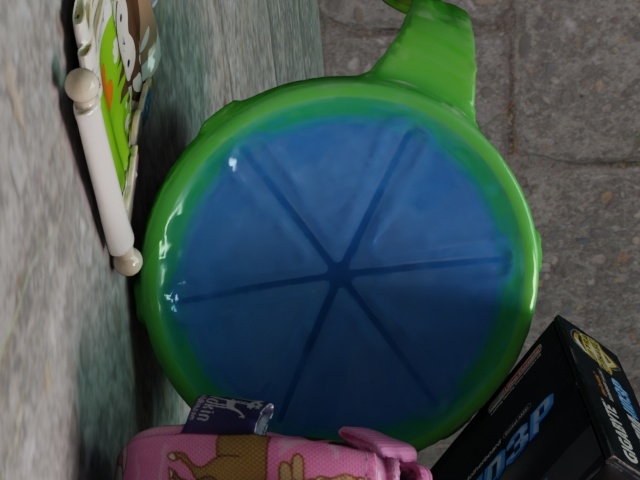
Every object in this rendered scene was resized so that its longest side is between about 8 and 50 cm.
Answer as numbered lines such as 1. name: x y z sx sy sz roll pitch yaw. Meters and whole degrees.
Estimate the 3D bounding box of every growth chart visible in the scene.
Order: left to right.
1. growth chart: -0.106 -0.116 0.737 0.172 0.021 0.237 83 7 -60

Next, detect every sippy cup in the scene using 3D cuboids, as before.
1. sippy cup: 0.000 0.000 0.889 0.240 0.305 0.224 58 1 -15

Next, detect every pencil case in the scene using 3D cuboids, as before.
1. pencil case: -0.029 0.273 0.628 0.167 0.160 0.386 114 -20 -65

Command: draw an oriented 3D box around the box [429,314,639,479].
1. box: 0.095 0.168 0.760 0.220 0.051 0.175 -53 -169 17
